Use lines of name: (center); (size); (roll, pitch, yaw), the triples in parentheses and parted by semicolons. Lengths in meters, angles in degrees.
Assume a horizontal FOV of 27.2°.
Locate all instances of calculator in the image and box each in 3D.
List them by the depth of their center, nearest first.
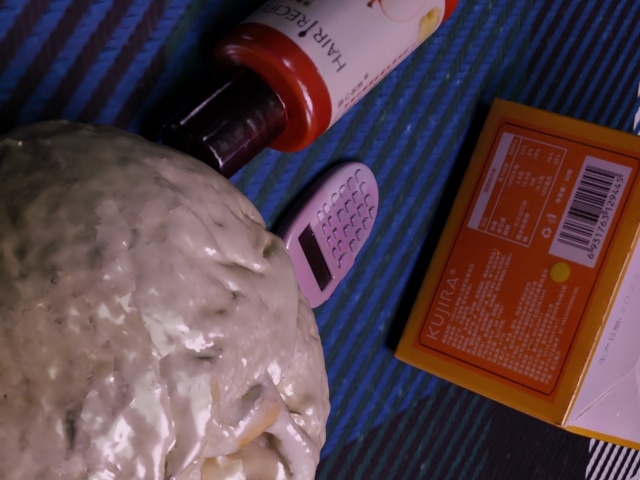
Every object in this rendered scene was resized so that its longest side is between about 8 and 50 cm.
calculator: (0.000, 0.000, 1.158); (0.166, 0.024, 0.103); (-51, 141, -27)

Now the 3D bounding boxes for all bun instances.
bun: (-0.131, 0.101, 0.865); (0.349, 0.227, 0.352); (-10, 112, -48)

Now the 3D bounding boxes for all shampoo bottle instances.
shampoo bottle: (-0.010, -0.140, 1.008); (0.278, 0.104, 0.104); (-45, 137, -30)

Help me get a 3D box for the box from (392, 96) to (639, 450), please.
box: (0.252, 0.040, 1.345); (0.259, 0.214, 0.283); (24, 87, -57)
